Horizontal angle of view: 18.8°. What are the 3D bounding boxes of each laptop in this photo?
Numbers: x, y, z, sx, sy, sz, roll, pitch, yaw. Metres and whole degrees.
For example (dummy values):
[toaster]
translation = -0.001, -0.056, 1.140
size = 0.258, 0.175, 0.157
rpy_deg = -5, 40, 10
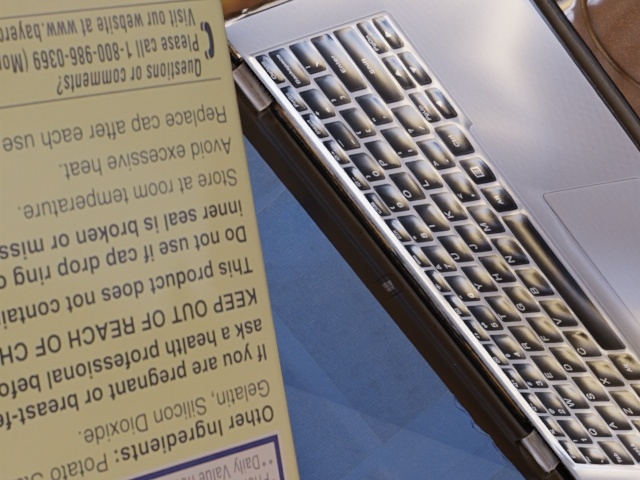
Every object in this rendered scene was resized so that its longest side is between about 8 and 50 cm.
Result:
[laptop]
translation = 0.020, 0.082, 1.064
size = 0.236, 0.382, 0.408
rpy_deg = -49, 20, -26

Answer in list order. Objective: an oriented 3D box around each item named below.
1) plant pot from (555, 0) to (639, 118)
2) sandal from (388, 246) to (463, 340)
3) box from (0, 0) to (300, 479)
[plant pot]
translation = 0.297, -0.197, 1.578
size = 0.165, 0.167, 0.167
rpy_deg = -46, 55, 48
[sandal]
translation = 0.000, 0.000, 1.396
size = 0.254, 0.097, 0.054
rpy_deg = 44, 98, 22
[box]
translation = -0.120, 0.048, 0.532
size = 0.213, 0.117, 0.243
rpy_deg = -6, 94, 47
